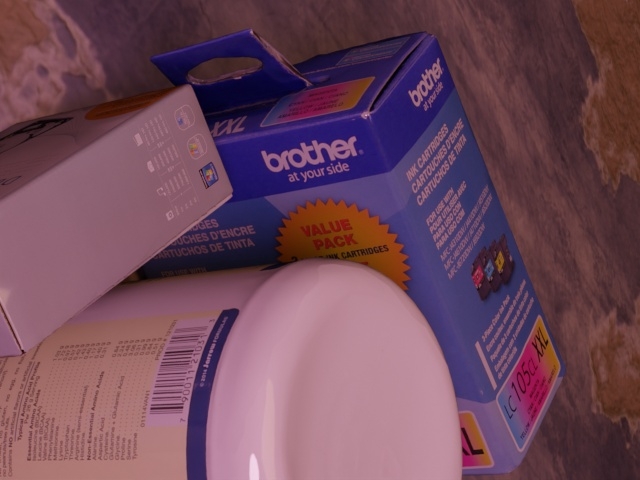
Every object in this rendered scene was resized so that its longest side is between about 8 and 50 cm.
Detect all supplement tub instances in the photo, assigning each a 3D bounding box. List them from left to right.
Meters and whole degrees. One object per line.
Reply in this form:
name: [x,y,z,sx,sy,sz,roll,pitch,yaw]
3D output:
supplement tub: [-0.097,0.140,0.870,0.235,0.325,0.235,14,72,-53]

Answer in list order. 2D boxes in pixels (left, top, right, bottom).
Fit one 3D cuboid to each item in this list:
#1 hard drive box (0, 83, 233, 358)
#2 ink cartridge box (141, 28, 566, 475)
hard drive box: [-0.200,-0.010,0.880,0.232,0.181,0.089,-43,119,-50]
ink cartridge box: [0.000,0.000,1.083,0.151,0.270,0.395,-52,125,-50]
